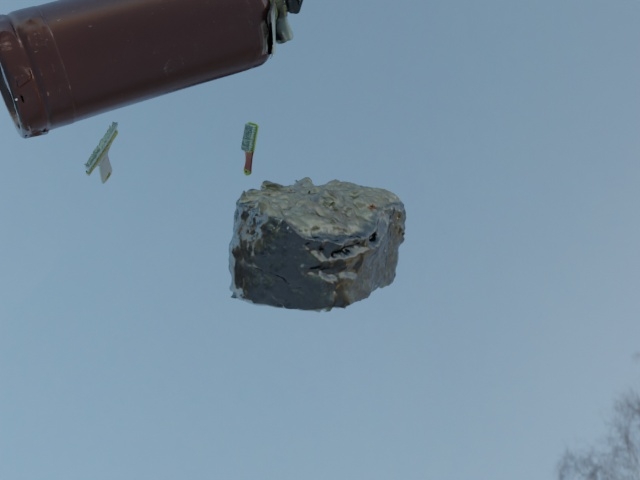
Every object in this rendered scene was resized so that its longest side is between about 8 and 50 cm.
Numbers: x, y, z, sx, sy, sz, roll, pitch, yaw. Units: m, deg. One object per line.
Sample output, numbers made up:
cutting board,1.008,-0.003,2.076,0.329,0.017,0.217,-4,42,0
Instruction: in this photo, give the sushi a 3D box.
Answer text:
sushi,0.000,0.000,1.329,0.211,0.350,0.170,9,-78,31

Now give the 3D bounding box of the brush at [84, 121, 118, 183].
brush,-0.342,-0.124,1.410,0.011,0.205,0.083,30,-104,-4

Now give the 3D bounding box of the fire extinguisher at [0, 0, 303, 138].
fire extinguisher,-0.122,-0.169,0.709,0.269,0.105,0.104,-21,-63,-20

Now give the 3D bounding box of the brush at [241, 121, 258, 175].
brush,-0.108,-0.134,1.329,0.019,0.021,0.083,21,-64,23
